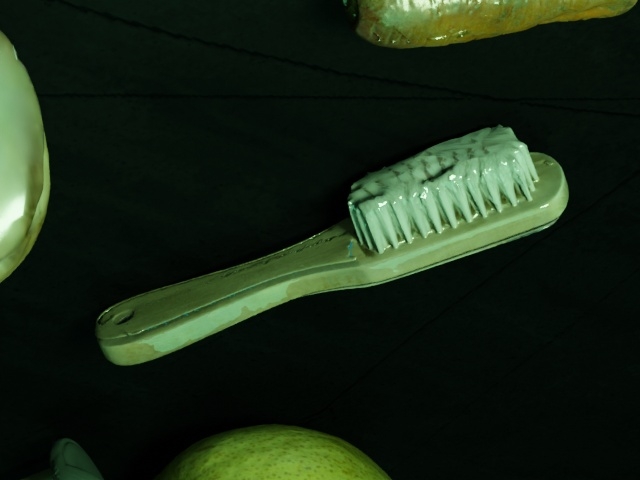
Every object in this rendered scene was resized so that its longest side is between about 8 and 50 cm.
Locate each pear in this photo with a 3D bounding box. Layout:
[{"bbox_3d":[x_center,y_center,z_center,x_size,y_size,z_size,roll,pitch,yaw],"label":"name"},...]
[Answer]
[{"bbox_3d":[-0.028,0.236,1.471,0.211,0.188,0.228,5,143,-33],"label":"pear"}]

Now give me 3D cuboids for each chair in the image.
[{"bbox_3d":[-0.235,0.214,1.436,0.221,0.095,0.104,-25,141,9],"label":"chair"}]

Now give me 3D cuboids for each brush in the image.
[{"bbox_3d":[0.000,0.000,1.287,0.327,0.070,0.065,-20,126,6],"label":"brush"}]

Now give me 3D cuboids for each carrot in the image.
[{"bbox_3d":[0.103,-0.146,1.137,0.186,0.060,0.060,-8,143,-16],"label":"carrot"}]

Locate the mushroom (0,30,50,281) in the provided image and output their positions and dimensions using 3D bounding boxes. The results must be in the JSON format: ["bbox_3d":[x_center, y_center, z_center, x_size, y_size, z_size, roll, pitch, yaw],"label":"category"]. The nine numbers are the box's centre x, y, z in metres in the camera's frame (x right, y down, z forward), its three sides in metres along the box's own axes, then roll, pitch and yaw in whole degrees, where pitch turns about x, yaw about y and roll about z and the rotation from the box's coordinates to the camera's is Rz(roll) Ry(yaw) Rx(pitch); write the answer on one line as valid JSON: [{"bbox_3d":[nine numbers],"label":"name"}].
[{"bbox_3d":[-0.334,-0.002,1.037,0.313,0.224,0.397,-38,-173,-19],"label":"mushroom"}]
